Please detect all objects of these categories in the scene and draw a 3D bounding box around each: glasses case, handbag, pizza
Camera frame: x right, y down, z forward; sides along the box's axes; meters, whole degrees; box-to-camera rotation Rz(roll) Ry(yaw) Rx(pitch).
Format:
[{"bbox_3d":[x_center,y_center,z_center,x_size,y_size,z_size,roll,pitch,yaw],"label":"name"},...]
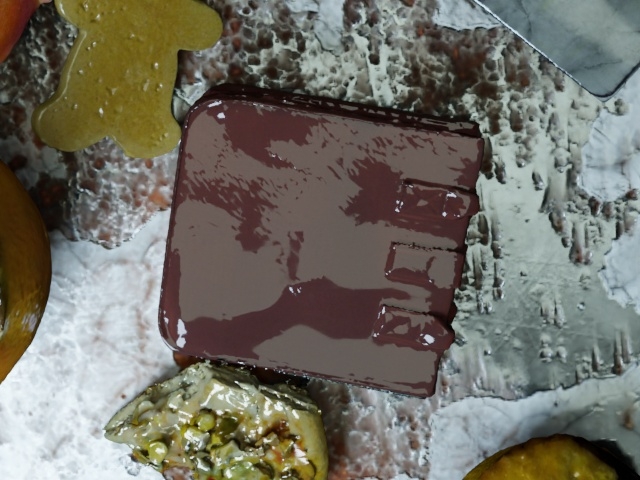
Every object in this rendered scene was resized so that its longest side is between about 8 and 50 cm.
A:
[{"bbox_3d":[0.166,-0.254,1.125,0.299,0.060,0.114,37,102,-5],"label":"glasses case"},{"bbox_3d":[0.000,0.000,1.181,0.275,0.084,0.260,8,102,1],"label":"handbag"},{"bbox_3d":[-0.095,0.185,1.219,0.226,0.069,0.147,18,128,-1],"label":"pizza"}]

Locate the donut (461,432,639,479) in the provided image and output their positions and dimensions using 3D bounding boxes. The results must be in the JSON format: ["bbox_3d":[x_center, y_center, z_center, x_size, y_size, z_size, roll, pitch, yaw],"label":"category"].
[{"bbox_3d":[0.218,0.300,1.178,0.253,0.118,0.254,4,77,-19],"label":"donut"}]

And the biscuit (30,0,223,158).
[{"bbox_3d":[-0.166,-0.187,1.144,0.158,0.035,0.240,9,107,-35],"label":"biscuit"}]

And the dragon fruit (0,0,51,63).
[{"bbox_3d":[-0.333,-0.249,1.082,0.224,0.224,0.227,-1,98,4],"label":"dragon fruit"}]

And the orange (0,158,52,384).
[{"bbox_3d":[-0.364,0.037,1.129,0.274,0.274,0.310,14,146,0],"label":"orange"}]
